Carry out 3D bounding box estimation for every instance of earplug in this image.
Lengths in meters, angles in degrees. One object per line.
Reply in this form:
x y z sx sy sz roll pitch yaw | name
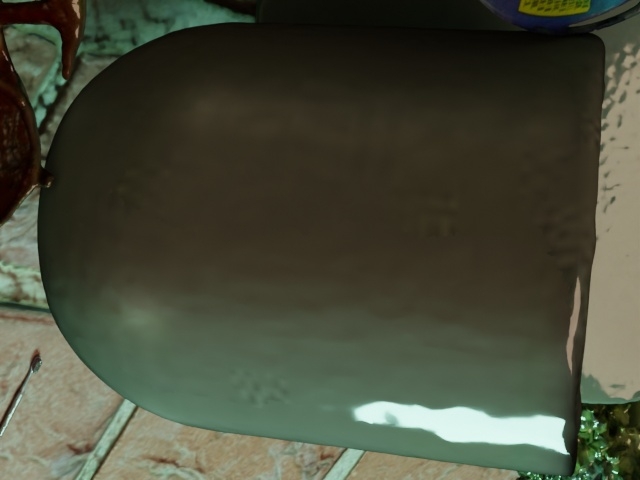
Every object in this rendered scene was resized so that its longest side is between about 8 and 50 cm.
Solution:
0.000 0.000 1.234 0.394 0.312 0.312 3 134 8 | earplug

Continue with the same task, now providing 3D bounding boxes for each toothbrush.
-0.269 0.142 1.531 0.006 0.008 0.097 16 116 -30 | toothbrush

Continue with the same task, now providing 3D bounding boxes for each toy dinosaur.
-0.258 -0.137 1.140 0.113 0.207 0.327 -14 129 -63 | toy dinosaur

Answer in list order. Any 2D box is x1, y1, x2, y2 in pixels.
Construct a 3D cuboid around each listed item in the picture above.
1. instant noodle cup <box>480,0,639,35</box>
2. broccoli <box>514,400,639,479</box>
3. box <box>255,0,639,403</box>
0.119 -0.335 1.175 0.284 0.312 0.284 -20 136 -21 | instant noodle cup
0.386 0.137 1.870 0.353 0.275 0.397 74 39 -61 | broccoli
0.122 -0.045 1.434 0.367 0.090 0.373 3 109 -2 | box
